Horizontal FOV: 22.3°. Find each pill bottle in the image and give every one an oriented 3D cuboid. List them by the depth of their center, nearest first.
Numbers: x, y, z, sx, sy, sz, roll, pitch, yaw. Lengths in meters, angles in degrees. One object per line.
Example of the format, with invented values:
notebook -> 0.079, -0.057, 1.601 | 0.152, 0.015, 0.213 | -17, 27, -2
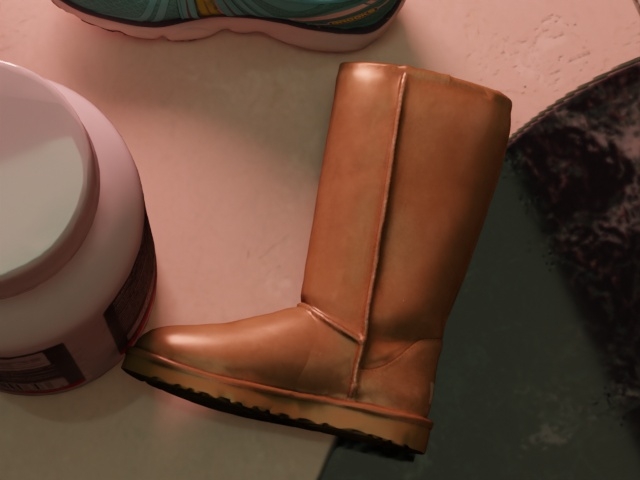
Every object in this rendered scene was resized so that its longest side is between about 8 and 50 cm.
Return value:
pill bottle -> -0.197, -0.004, 1.035 | 0.176, 0.318, 0.176 | 1, 78, -3

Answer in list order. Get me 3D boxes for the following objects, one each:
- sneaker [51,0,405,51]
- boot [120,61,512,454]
sneaker -> -0.071, -0.208, 1.189 | 0.275, 0.110, 0.107 | 3, 79, -1
boot -> 0.000, 0.000, 1.167 | 0.236, 0.089, 0.269 | 15, 78, -10
